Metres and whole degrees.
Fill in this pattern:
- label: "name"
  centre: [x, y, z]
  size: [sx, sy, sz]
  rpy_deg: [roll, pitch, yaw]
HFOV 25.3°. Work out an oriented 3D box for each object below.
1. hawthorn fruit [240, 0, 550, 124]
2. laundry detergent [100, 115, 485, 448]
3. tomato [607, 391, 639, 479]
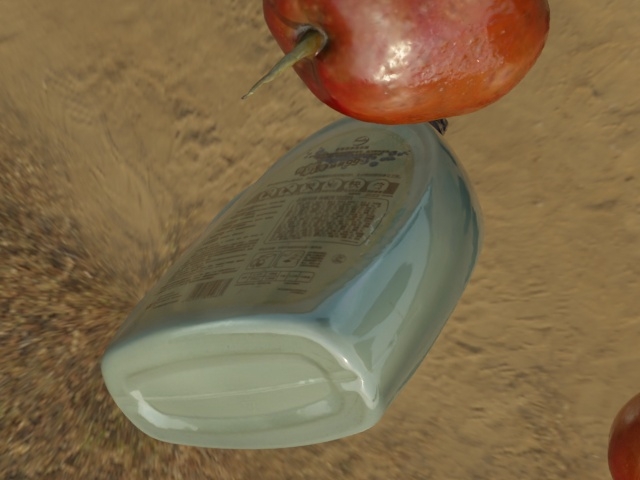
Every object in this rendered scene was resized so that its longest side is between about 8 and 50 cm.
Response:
- label: "hawthorn fruit"
  centre: [0.034, -0.110, 0.617]
  size: [0.125, 0.140, 0.125]
  rpy_deg: [2, 94, 36]
- label: "laundry detergent"
  centre: [0.000, 0.000, 0.901]
  size: [0.105, 0.214, 0.280]
  rpy_deg: [58, 40, -27]
- label: "tomato"
  centre: [0.351, 0.219, 1.307]
  size: [0.136, 0.195, 0.195]
  rpy_deg: [-30, 91, 15]
